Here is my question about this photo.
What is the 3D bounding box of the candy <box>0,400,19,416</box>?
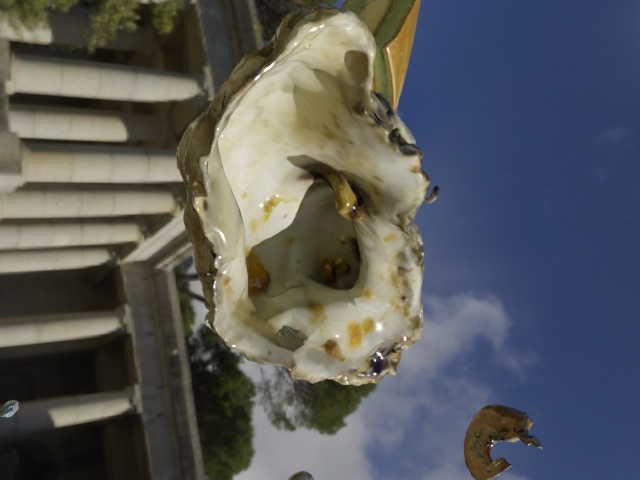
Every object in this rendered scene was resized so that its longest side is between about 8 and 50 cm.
[{"bbox_3d":[-0.517,0.279,1.250,0.083,0.030,0.020,176,-98,-74],"label":"candy"}]

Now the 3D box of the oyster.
[{"bbox_3d":[0.000,-0.005,0.476,0.166,0.341,0.110,-38,-121,5],"label":"oyster"}]

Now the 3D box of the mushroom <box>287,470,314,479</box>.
[{"bbox_3d":[-0.024,0.414,1.209,0.085,0.079,0.085,13,90,-87],"label":"mushroom"}]

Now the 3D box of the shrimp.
[{"bbox_3d":[0.298,0.339,1.261,0.187,0.052,0.132,144,-40,-65],"label":"shrimp"}]

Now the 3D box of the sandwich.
[{"bbox_3d":[0.102,-0.332,1.278,0.117,0.144,0.187,23,-22,20],"label":"sandwich"}]
